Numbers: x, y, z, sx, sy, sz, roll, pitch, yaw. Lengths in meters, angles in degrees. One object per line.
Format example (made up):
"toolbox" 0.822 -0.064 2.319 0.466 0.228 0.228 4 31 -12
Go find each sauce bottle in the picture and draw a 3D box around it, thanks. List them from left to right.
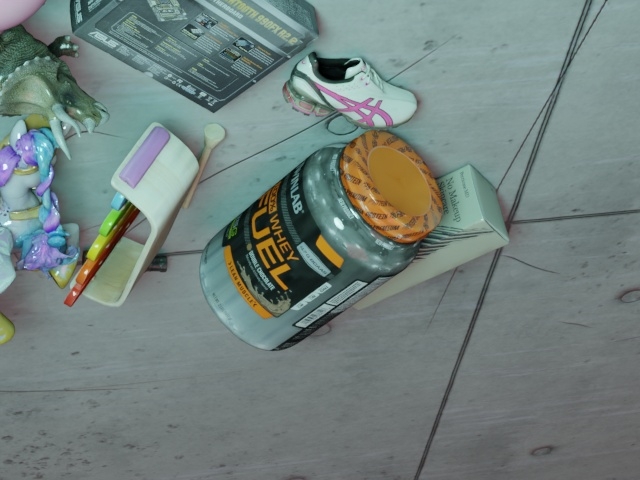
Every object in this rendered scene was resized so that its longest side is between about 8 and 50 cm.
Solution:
"sauce bottle" -0.299 0.036 1.818 0.128 0.042 0.042 3 146 -19

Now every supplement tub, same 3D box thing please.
"supplement tub" 0.000 0.000 1.692 0.207 0.207 0.338 18 138 -38

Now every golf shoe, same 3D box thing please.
"golf shoe" 0.050 -0.193 1.531 0.186 0.067 0.086 7 143 -25

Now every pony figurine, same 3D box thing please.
"pony figurine" -0.462 0.000 1.550 0.351 0.303 0.363 -31 155 -30

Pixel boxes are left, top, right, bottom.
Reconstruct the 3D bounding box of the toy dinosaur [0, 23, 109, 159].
"toy dinosaur" -0.373 -0.189 1.313 0.314 0.160 0.121 3 134 23

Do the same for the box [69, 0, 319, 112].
"box" -0.144 -0.257 1.384 0.183 0.056 0.231 -32 142 29

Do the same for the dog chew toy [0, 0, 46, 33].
"dog chew toy" -0.333 -0.297 1.148 0.207 0.206 0.332 9 151 -28

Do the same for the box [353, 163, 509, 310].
"box" 0.141 -0.001 1.822 0.275 0.113 0.094 -27 143 23

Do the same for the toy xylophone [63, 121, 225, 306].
"toy xylophone" -0.236 -0.039 1.596 0.081 0.236 0.322 32 136 -3
